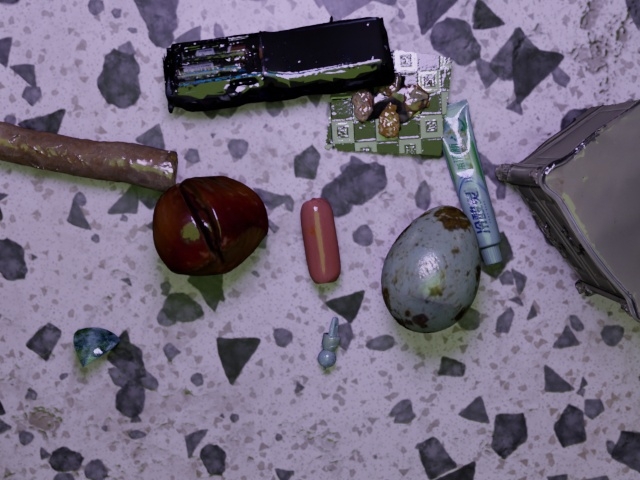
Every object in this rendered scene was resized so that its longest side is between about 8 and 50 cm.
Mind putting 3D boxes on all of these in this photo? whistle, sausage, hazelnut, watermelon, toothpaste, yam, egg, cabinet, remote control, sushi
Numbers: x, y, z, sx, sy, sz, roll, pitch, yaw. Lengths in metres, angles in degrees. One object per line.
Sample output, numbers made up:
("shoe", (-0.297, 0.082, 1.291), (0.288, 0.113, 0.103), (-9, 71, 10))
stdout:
("whistle", (0.018, 0.189, 1.620), (0.035, 0.035, 0.100), (12, 94, -2))
("sausage", (0.000, 0.000, 1.588), (0.062, 0.062, 0.154), (-8, 96, 0))
("hazelnut", (-0.192, -0.028, 1.531), (0.204, 0.178, 0.177), (-25, 96, -16))
("watermelon", (-0.405, 0.196, 1.613), (0.085, 0.085, 0.061), (16, 135, -3))
("toothpaste", (0.269, -0.101, 1.594), (0.075, 0.048, 0.296), (-17, 93, 8))
("yam", (-0.424, -0.150, 1.558), (0.357, 0.081, 0.081), (11, 95, -4))
("egg", (0.196, 0.048, 1.545), (0.169, 0.169, 0.231), (19, 81, -3))
("cabinet", (0.480, -0.060, 1.465), (0.227, 0.318, 0.290), (-37, 96, 1))
("remote control", (-0.076, -0.311, 1.541), (0.399, 0.062, 0.144), (-9, 73, 1))
("sushi", (0.119, -0.245, 1.564), (0.210, 0.040, 0.192), (6, 95, 5))
